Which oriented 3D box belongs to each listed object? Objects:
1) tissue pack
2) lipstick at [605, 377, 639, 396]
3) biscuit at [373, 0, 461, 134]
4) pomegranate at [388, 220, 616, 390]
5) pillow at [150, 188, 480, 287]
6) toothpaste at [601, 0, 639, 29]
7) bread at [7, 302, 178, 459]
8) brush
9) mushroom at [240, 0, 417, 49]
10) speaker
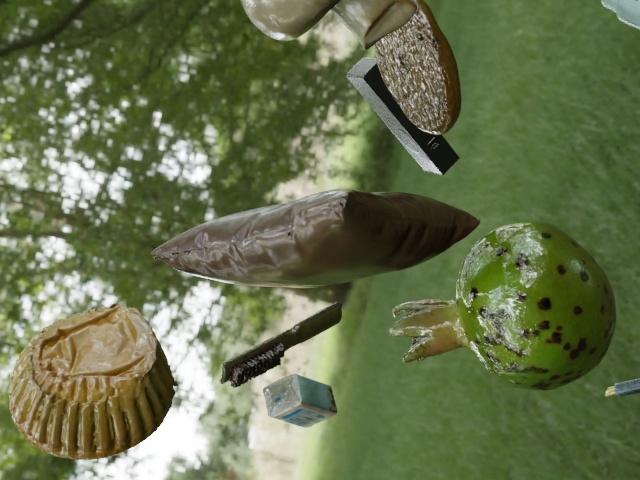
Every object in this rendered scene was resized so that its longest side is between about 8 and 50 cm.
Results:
[{"bbox_3d":[-0.032,0.242,1.527,0.094,0.074,0.059,29,-139,-49],"label":"tissue pack"},{"bbox_3d":[0.558,0.258,1.796,0.116,0.037,0.037,-20,41,37],"label":"lipstick"},{"bbox_3d":[0.133,-0.246,1.398,0.212,0.036,0.212,56,162,27],"label":"biscuit"},{"bbox_3d":[0.263,0.111,1.388,0.286,0.231,0.231,-39,19,28],"label":"pomegranate"},{"bbox_3d":[0.000,0.000,1.278,0.305,0.307,0.109,4,-104,-54],"label":"pillow"},{"bbox_3d":[0.437,-0.235,1.152,0.075,0.297,0.048,-43,-45,-4],"label":"toothpaste"},{"bbox_3d":[-0.327,0.199,1.440,0.139,0.239,0.240,98,-175,-50],"label":"bread"},{"bbox_3d":[-0.050,0.162,1.562,0.248,0.036,0.043,-24,-39,-39],"label":"brush"},{"bbox_3d":[0.015,-0.298,1.121,0.204,0.204,0.204,13,-90,-88],"label":"mushroom"},{"bbox_3d":[0.134,-0.202,1.653,0.044,0.218,0.082,-45,22,-7],"label":"speaker"}]
